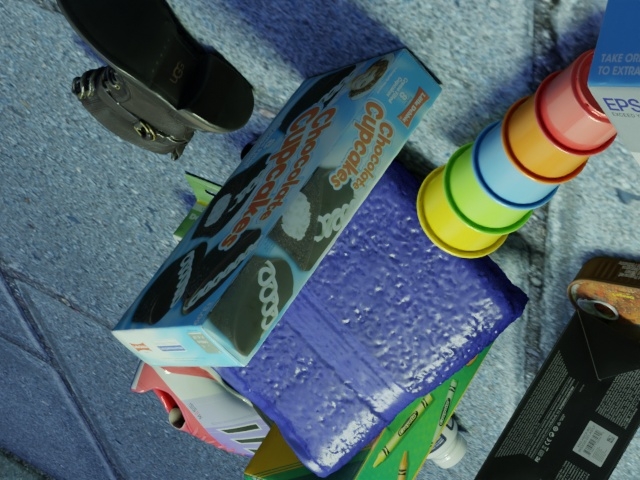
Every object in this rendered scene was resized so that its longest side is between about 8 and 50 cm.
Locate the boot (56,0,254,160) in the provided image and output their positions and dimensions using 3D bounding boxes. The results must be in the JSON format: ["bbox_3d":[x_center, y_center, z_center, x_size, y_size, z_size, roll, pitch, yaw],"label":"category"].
[{"bbox_3d":[-0.209,-0.174,1.735,0.263,0.091,0.229,41,157,-22],"label":"boot"}]

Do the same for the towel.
[{"bbox_3d":[0.032,0.073,1.678,0.227,0.076,0.308,46,117,-3],"label":"towel"}]

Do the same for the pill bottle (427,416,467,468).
[{"bbox_3d":[0.134,0.239,2.131,0.120,0.067,0.067,45,156,-23],"label":"pill bottle"}]

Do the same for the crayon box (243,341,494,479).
[{"bbox_3d":[0.057,0.181,1.834,0.165,0.278,0.081,7,148,49],"label":"crayon box"}]

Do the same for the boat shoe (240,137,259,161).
[{"bbox_3d":[-0.040,-0.084,1.733,0.042,0.049,0.133,37,164,-29],"label":"boat shoe"}]

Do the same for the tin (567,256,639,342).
[{"bbox_3d":[0.318,0.065,1.544,0.190,0.040,0.106,10,144,47],"label":"tin"}]

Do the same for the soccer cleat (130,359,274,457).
[{"bbox_3d":[-0.169,0.273,2.573,0.109,0.116,0.318,4,142,53],"label":"soccer cleat"}]

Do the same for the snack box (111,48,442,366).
[{"bbox_3d":[-0.040,-0.027,1.479,0.060,0.322,0.187,44,156,-20],"label":"snack box"}]

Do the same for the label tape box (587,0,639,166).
[{"bbox_3d":[0.320,-0.096,1.103,0.249,0.115,0.347,8,148,49],"label":"label tape box"}]

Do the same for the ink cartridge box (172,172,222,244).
[{"bbox_3d":[-0.110,0.016,2.024,0.109,0.062,0.209,23,155,30],"label":"ink cartridge box"}]

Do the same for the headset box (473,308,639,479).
[{"bbox_3d":[0.243,0.217,1.679,0.110,0.218,0.293,31,169,12],"label":"headset box"}]

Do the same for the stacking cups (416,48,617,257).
[{"bbox_3d":[0.170,-0.076,1.391,0.096,0.096,0.316,35,157,-1],"label":"stacking cups"}]
